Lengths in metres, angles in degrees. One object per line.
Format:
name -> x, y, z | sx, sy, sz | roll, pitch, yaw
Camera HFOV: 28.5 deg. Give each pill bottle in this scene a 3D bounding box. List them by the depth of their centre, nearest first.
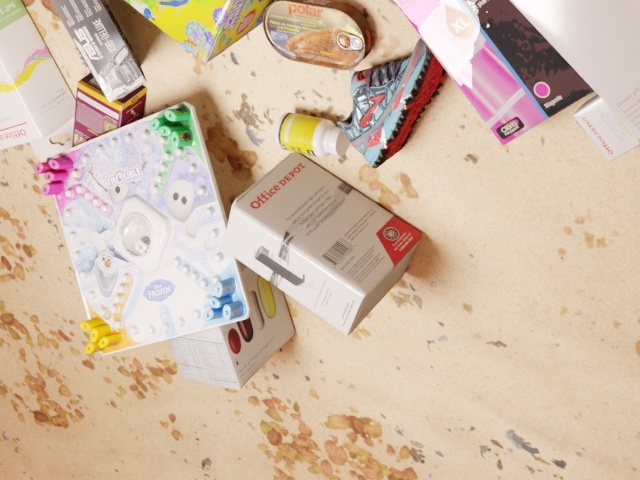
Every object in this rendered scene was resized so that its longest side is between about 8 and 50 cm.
pill bottle -> -0.012, -0.173, 2.096 | 0.116, 0.065, 0.065 | 14, 129, 30

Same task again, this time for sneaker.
sneaker -> 0.098, -0.227, 1.942 | 0.125, 0.104, 0.262 | 42, 135, 11

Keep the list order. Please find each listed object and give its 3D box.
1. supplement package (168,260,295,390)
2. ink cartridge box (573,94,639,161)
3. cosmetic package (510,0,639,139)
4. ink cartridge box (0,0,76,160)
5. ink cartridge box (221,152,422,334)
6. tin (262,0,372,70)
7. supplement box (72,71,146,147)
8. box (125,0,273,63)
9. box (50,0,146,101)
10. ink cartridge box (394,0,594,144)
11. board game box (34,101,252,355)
supplement package -> -0.179, 0.136, 2.369 | 0.149, 0.194, 0.203 | 5, 125, 35
ink cartridge box -> 0.429, -0.178, 1.760 | 0.088, 0.052, 0.122 | 50, 136, -5
cosmetic package -> 0.428, -0.268, 1.588 | 0.365, 0.197, 0.155 | 47, 138, 1
ink cartridge box -> -0.605, -0.293, 2.421 | 0.207, 0.119, 0.353 | -9, 115, 41
ink cartridge box -> 0.000, 0.000, 2.122 | 0.273, 0.197, 0.114 | 35, 137, 12
tin -> -0.004, -0.331, 1.990 | 0.189, 0.040, 0.106 | 16, 134, 28
supplement box -> -0.395, -0.217, 2.346 | 0.104, 0.081, 0.188 | 30, 135, 15
box -> -0.189, -0.482, 1.912 | 0.279, 0.177, 0.290 | 39, 137, 6
box -> -0.401, -0.395, 2.117 | 0.307, 0.076, 0.242 | 62, 178, -18
ink cartridge box -> 0.225, -0.328, 1.789 | 0.175, 0.069, 0.371 | -32, 97, 41
board game box -> -0.331, -0.008, 2.261 | 0.390, 0.050, 0.390 | -16, 90, 37
